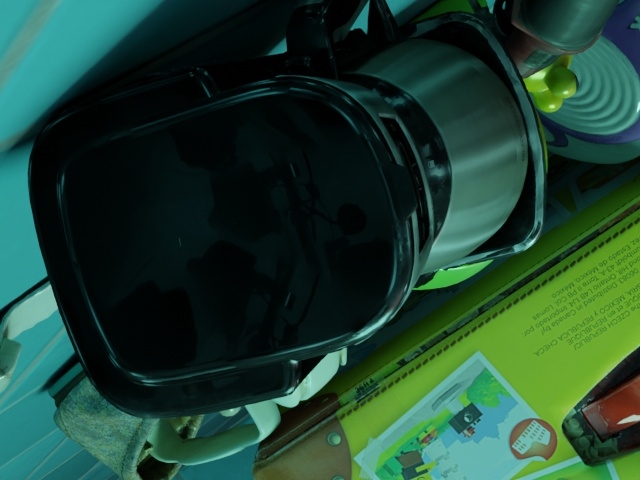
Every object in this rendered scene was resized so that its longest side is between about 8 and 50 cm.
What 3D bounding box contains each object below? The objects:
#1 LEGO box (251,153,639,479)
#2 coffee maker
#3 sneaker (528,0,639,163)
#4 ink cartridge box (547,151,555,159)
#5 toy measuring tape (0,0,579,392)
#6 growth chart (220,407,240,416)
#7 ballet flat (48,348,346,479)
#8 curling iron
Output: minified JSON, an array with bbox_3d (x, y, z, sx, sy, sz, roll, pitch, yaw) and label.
[{"bbox_3d":[0.221,0.036,1.248,0.500,0.193,0.372,-34,-174,7],"label":"LEGO box"},{"bbox_3d":[-0.021,-0.004,0.670,0.171,0.120,0.178,-40,174,23],"label":"coffee maker"},{"bbox_3d":[0.211,-0.145,1.070,0.152,0.114,0.305,-33,173,-39],"label":"sneaker"},{"bbox_3d":[0.162,-0.058,1.628,0.160,0.092,0.219,-42,174,30],"label":"ink cartridge box"},{"bbox_3d":[0.000,0.000,0.891,0.330,0.121,0.121,-36,175,-19],"label":"toy measuring tape"},{"bbox_3d":[0.027,-0.010,1.178,0.172,0.021,0.237,-39,-164,52],"label":"growth chart"},{"bbox_3d":[-0.046,0.053,1.079,0.107,0.106,0.316,-33,173,-38],"label":"ballet flat"},{"bbox_3d":[0.078,-0.092,0.682,0.035,0.068,0.274,-23,-176,1],"label":"curling iron"}]
